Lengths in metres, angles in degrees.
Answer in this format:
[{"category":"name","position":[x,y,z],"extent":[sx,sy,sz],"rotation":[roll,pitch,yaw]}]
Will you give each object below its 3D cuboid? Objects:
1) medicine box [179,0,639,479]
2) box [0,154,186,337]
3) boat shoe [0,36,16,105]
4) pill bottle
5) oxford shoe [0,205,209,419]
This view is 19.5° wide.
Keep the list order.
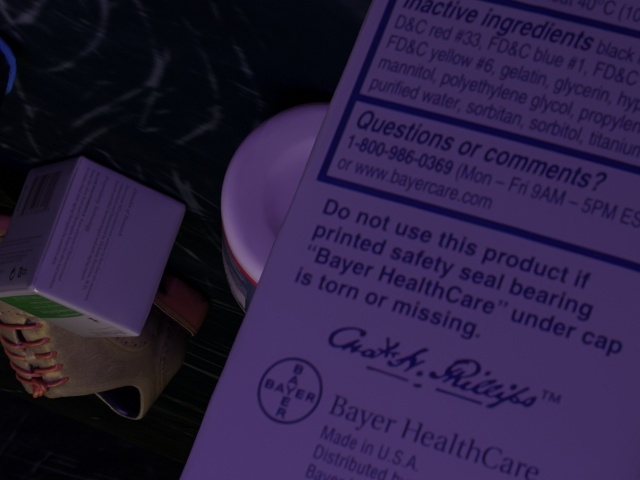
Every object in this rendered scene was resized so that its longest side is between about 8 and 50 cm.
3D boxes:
[{"category":"medicine box","position":[0.087,0.055,0.704],"extent":[0.149,0.289,0.263],"rotation":[17,166,22]},{"category":"box","position":[-0.163,0.006,1.283],"extent":[0.087,0.102,0.101],"rotation":[25,165,-26]},{"category":"boat shoe","position":[-0.293,-0.119,1.004],"extent":[0.258,0.089,0.109],"rotation":[23,166,-12]},{"category":"pill bottle","position":[0.000,0.000,1.008],"extent":[0.108,0.108,0.180],"rotation":[20,167,2]},{"category":"oxford shoe","position":[-0.202,0.059,1.445],"extent":[0.123,0.130,0.348],"rotation":[13,169,32]}]
